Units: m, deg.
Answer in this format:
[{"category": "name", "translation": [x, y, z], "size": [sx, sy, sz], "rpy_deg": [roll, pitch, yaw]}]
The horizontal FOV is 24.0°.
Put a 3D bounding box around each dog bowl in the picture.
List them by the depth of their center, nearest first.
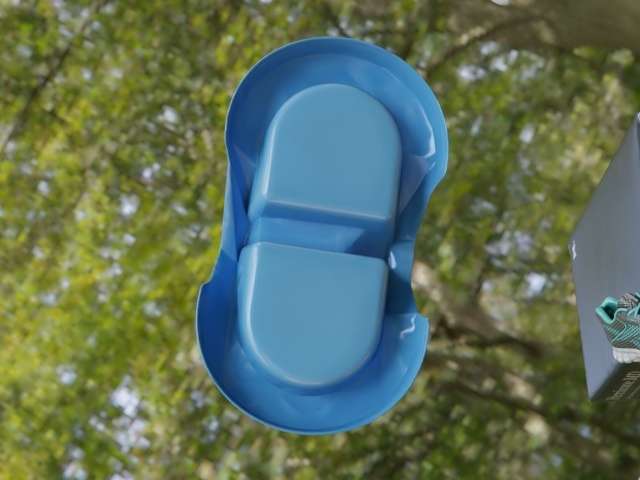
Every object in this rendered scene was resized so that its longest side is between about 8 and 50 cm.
[{"category": "dog bowl", "translation": [0.000, 0.000, 1.111], "size": [0.074, 0.166, 0.297], "rpy_deg": [114, 164, -75]}]

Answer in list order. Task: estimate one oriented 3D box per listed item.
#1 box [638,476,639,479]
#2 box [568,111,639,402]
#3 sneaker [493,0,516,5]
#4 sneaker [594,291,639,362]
[{"category": "box", "translation": [0.555, 0.294, 1.795], "size": [0.177, 0.279, 0.290], "rpy_deg": [38, -105, -36]}, {"category": "box", "translation": [0.648, 0.028, 2.176], "size": [0.480, 0.472, 0.297], "rpy_deg": [96, 172, -68]}, {"category": "sneaker", "translation": [0.203, -0.329, 1.431], "size": [0.094, 0.080, 0.212], "rpy_deg": [-15, -57, -29]}, {"category": "sneaker", "translation": [0.351, 0.090, 1.620], "size": [0.065, 0.166, 0.076], "rpy_deg": [-41, -80, -24]}]
